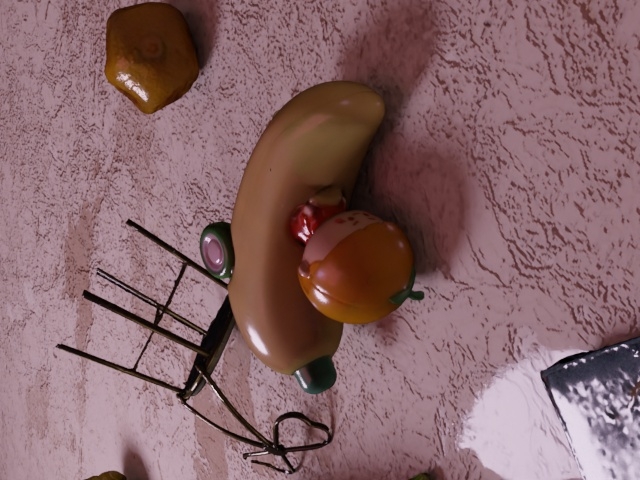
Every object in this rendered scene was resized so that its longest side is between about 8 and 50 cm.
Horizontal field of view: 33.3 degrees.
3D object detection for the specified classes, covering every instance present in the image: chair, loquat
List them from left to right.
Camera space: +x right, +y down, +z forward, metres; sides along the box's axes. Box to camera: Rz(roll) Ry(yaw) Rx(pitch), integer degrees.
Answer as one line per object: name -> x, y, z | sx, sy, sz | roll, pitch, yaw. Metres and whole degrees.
loquat -> -0.203, -0.214, 1.255 | 0.137, 0.113, 0.137 | 53, 156, 36
chair -> -0.136, 0.132, 1.282 | 0.326, 0.170, 0.160 | 28, 138, -9

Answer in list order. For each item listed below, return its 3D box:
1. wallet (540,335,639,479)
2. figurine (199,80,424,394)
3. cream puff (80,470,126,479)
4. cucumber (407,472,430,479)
wallet -> 0.301, 0.125, 0.688 | 0.379, 0.046, 0.190 | -35, 73, 57
figurine -> 0.000, 0.000, 1.027 | 0.222, 0.124, 0.324 | 49, 136, 34
cream puff -> -0.342, 0.491, 1.715 | 0.195, 0.195, 0.221 | 23, 126, 51
cucumber -> 0.073, 0.284, 1.112 | 0.039, 0.039, 0.168 | 61, 144, 20
